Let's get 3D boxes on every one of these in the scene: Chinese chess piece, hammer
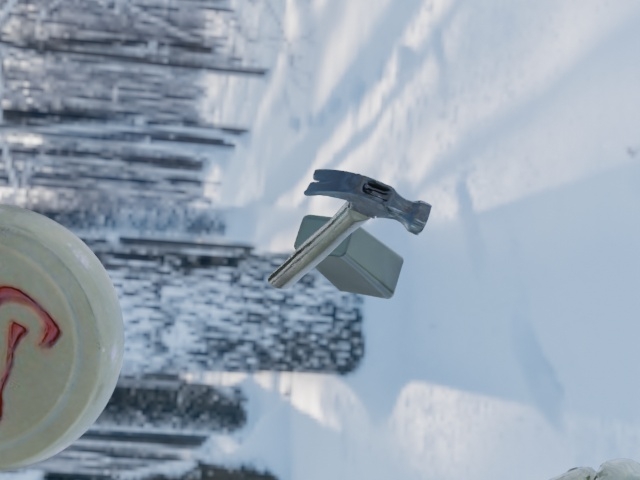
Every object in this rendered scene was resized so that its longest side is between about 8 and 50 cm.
[{"bbox_3d":[-0.329,0.098,1.251,0.102,0.273,0.273,-77,-8,-83],"label":"Chinese chess piece"},{"bbox_3d":[0.000,0.000,0.722,0.182,0.062,0.017,-40,27,64],"label":"hammer"}]

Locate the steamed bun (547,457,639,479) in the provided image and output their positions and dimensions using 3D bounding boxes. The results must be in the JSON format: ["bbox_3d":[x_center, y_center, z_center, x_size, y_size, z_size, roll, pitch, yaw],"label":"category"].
[{"bbox_3d":[0.206,0.314,0.737,0.352,0.339,0.247,55,180,-4],"label":"steamed bun"}]

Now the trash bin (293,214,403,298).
[{"bbox_3d":[0.025,0.012,1.112,0.092,0.061,0.043,41,-118,-53],"label":"trash bin"}]
